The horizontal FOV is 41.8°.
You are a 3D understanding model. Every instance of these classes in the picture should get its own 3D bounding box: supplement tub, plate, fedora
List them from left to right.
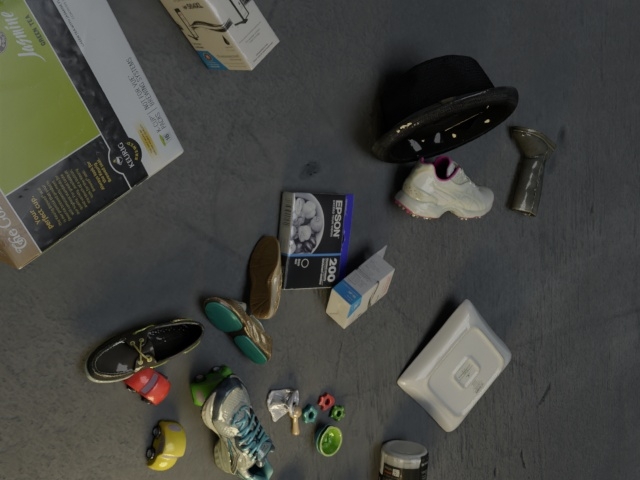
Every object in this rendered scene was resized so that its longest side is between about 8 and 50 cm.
[{"bbox_3d":[0.197,0.591,2.028,0.117,0.117,0.190,-2,100,-41],"label":"supplement tub"},{"bbox_3d":[0.252,-0.296,1.820,0.334,0.334,0.152,-7,72,-40],"label":"fedora"},{"bbox_3d":[0.358,0.329,2.126,0.277,0.045,0.278,-49,127,-9],"label":"plate"}]

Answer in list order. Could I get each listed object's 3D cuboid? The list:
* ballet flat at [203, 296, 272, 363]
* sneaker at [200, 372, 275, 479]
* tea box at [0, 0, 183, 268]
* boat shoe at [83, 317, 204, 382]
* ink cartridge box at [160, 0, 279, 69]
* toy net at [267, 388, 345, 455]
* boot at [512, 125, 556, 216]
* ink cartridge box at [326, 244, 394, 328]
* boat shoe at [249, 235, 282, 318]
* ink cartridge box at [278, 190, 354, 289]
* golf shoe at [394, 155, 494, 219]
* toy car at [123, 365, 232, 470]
[{"bbox_3d":[-0.161,0.164,1.674,0.206,0.073,0.067,57,35,-36],"label":"ballet flat"},{"bbox_3d":[-0.144,0.372,1.635,0.110,0.122,0.283,-43,143,-32],"label":"sneaker"},{"bbox_3d":[-0.442,-0.192,1.241,0.323,0.220,0.328,-41,122,-29],"label":"tea box"},{"bbox_3d":[-0.316,0.193,1.517,0.228,0.069,0.081,-20,88,-39],"label":"boat shoe"},{"bbox_3d":[-0.189,-0.403,1.464,0.086,0.148,0.203,-51,126,-19],"label":"ink cartridge box"},{"bbox_3d":[-0.023,0.378,1.840,0.232,0.045,0.122,43,71,-38],"label":"toy net"},{"bbox_3d":[0.539,-0.180,2.204,0.190,0.076,0.208,22,91,-39],"label":"boot"},{"bbox_3d":[0.100,0.101,1.848,0.180,0.060,0.104,-37,157,-29],"label":"ink cartridge box"},{"bbox_3d":[-0.108,0.077,1.698,0.059,0.063,0.169,38,58,-68],"label":"boat shoe"},{"bbox_3d":[0.000,0.000,1.782,0.208,0.045,0.206,-1,100,-43],"label":"ink cartridge box"},{"bbox_3d":[0.314,-0.126,1.963,0.306,0.115,0.140,-4,121,-42],"label":"golf shoe"},{"bbox_3d":[-0.253,0.310,1.620,0.225,0.053,0.238,-24,114,-35],"label":"toy car"}]
